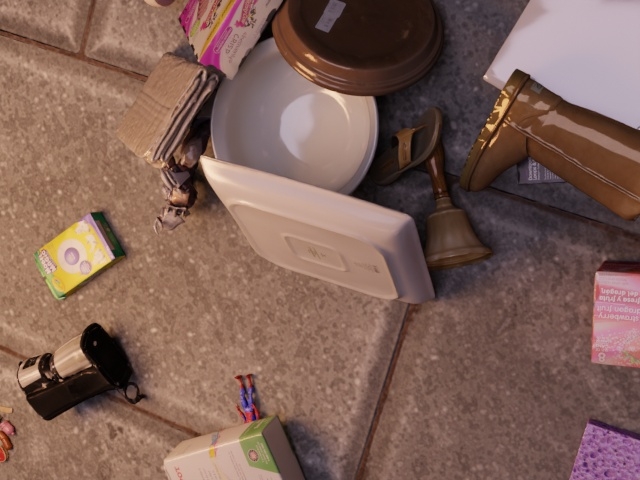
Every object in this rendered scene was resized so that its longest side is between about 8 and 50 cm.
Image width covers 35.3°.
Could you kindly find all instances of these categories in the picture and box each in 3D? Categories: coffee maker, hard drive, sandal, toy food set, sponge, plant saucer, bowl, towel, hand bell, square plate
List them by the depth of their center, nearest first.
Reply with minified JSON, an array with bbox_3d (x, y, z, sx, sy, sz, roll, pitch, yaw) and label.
[{"bbox_3d":[0.458,-0.254,1.515,0.353,0.047,0.233,33,103,11],"label":"hard drive"},{"bbox_3d":[0.062,-0.348,1.593,0.278,0.041,0.278,2,60,-4],"label":"plant saucer"},{"bbox_3d":[0.000,0.000,1.593,0.344,0.347,0.049,17,72,19],"label":"square plate"},{"bbox_3d":[0.455,0.402,1.612,0.117,0.031,0.210,18,102,18],"label":"sponge"},{"bbox_3d":[0.134,-0.151,1.644,0.180,0.049,0.072,-39,49,38],"label":"sandal"},{"bbox_3d":[0.198,-0.081,1.644,0.126,0.126,0.242,-14,77,21],"label":"hand bell"},{"bbox_3d":[-0.024,-0.189,1.684,0.298,0.134,0.298,2,95,21],"label":"bowl"},{"bbox_3d":[-0.265,-0.226,1.715,0.049,0.282,0.187,32,93,-27],"label":"towel"},{"bbox_3d":[-0.460,0.268,1.902,0.178,0.120,0.171,-28,85,21],"label":"coffee maker"},{"bbox_3d":[-0.654,0.398,2.041,0.078,0.019,0.122,5,97,20],"label":"toy food set"}]

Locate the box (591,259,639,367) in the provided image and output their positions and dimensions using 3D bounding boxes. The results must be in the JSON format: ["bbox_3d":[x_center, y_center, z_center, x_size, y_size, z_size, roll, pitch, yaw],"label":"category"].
[{"bbox_3d":[0.560,0.114,1.480,0.300,0.154,0.142,3,96,20],"label":"box"}]

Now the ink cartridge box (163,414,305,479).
[{"bbox_3d":[-0.152,0.420,1.801,0.212,0.093,0.154,-20,98,20],"label":"ink cartridge box"}]

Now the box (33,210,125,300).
[{"bbox_3d":[-0.471,0.033,1.926,0.179,0.043,0.105,-34,82,22],"label":"box"}]

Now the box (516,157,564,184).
[{"bbox_3d":[0.389,-0.150,1.587,0.162,0.029,0.116,-2,93,20],"label":"box"}]

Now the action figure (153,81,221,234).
[{"bbox_3d":[-0.234,-0.142,1.762,0.099,0.185,0.285,21,88,-16],"label":"action figure"}]

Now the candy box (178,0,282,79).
[{"bbox_3d":[-0.155,-0.385,1.673,0.071,0.233,0.159,26,108,-28],"label":"candy box"}]

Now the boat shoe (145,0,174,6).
[{"bbox_3d":[-0.311,-0.584,1.775,0.158,0.127,0.341,9,90,26],"label":"boat shoe"}]

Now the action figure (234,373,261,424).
[{"bbox_3d":[-0.132,0.303,1.830,0.038,0.030,0.115,-11,93,18],"label":"action figure"}]

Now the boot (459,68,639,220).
[{"bbox_3d":[0.364,-0.105,1.521,0.269,0.089,0.236,32,135,11],"label":"boot"}]
